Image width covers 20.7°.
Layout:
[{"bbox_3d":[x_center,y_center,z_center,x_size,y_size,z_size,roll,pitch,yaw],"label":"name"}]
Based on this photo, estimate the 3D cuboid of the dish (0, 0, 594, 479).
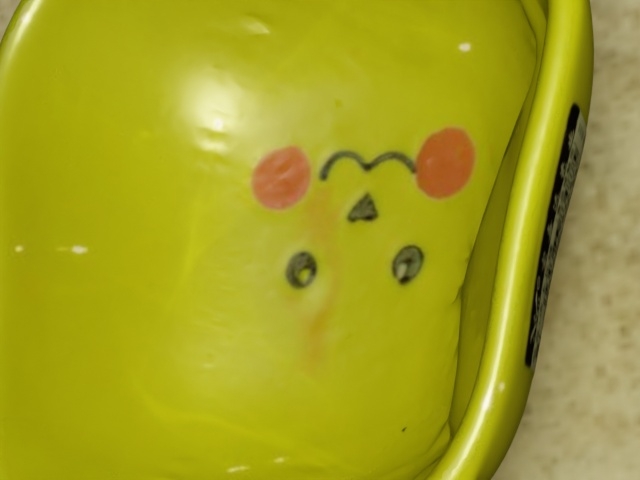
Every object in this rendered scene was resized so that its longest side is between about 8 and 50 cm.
[{"bbox_3d":[0.000,0.000,0.571,0.221,0.108,0.262,-6,69,33],"label":"dish"}]
